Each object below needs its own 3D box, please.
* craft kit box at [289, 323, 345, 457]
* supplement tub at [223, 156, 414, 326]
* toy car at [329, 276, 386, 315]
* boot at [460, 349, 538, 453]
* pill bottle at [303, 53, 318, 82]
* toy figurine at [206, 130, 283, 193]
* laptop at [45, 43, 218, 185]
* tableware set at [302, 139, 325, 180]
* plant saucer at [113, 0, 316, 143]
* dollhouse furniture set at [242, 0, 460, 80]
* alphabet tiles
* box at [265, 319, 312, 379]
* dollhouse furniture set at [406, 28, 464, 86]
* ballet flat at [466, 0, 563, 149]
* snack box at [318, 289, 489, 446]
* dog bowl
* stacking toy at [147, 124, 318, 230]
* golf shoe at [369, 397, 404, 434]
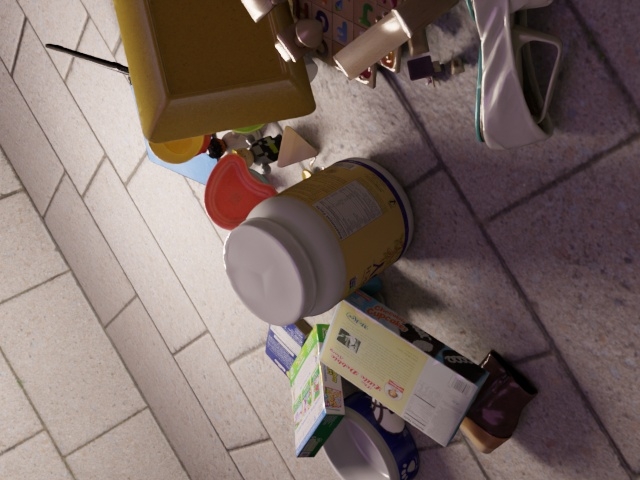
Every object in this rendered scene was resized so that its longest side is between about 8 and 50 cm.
[{"bbox_3d":[-0.014,0.375,2.022,0.250,0.060,0.247,117,151,-48],"label":"craft kit box"},{"bbox_3d":[0.000,0.000,1.572,0.241,0.331,0.241,23,129,33],"label":"supplement tub"},{"bbox_3d":[0.062,0.097,1.784,0.182,0.159,0.136,25,96,43],"label":"toy car"},{"bbox_3d":[0.308,0.289,1.649,0.248,0.090,0.207,43,131,28],"label":"boot"},{"bbox_3d":[-0.090,-0.387,1.639,0.184,0.103,0.103,49,145,19],"label":"pill bottle"},{"bbox_3d":[-0.167,-0.149,1.862,0.213,0.148,0.210,32,138,50],"label":"toy figurine"},{"bbox_3d":[-0.478,-0.317,2.114,0.382,0.407,0.237,23,98,43],"label":"laptop"},{"bbox_3d":[-0.019,-0.162,1.789,0.154,0.024,0.104,52,149,12],"label":"tableware set"},{"bbox_3d":[-0.197,-0.374,1.514,0.081,0.332,0.333,127,129,-74],"label":"plant saucer"},{"bbox_3d":[0.030,-0.440,1.174,0.356,0.303,0.173,55,147,-9],"label":"dollhouse furniture set"},{"bbox_3d":[0.042,-0.450,1.448,0.285,0.011,0.343,36,144,33],"label":"alphabet tiles"},{"bbox_3d":[-0.088,0.274,2.193,0.136,0.036,0.225,43,142,26],"label":"box"},{"bbox_3d":[0.192,-0.323,1.390,0.081,0.090,0.114,32,-133,-74],"label":"dollhouse furniture set"},{"bbox_3d":[0.286,-0.316,1.181,0.139,0.139,0.400,23,136,44],"label":"ballet flat"},{"bbox_3d":[0.158,0.251,1.631,0.321,0.060,0.187,32,129,18],"label":"snack box"},{"bbox_3d":[0.118,0.516,2.032,0.265,0.104,0.265,34,139,36],"label":"dog bowl"},{"bbox_3d":[-0.167,-0.191,1.691,0.309,0.279,0.130,53,-171,2],"label":"stacking toy"},{"bbox_3d":[0.160,0.366,1.888,0.094,0.077,0.198,-6,110,55],"label":"golf shoe"}]
